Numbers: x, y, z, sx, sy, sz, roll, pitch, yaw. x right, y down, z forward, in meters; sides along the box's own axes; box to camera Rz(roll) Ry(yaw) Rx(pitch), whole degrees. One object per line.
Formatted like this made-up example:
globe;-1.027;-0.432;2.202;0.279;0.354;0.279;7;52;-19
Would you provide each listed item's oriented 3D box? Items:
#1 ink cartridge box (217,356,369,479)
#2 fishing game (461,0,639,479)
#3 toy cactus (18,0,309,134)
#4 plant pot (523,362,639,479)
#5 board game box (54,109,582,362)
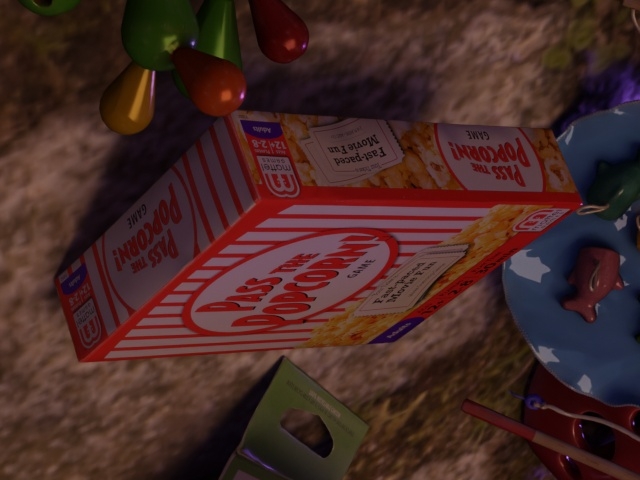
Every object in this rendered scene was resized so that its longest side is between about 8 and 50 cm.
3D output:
ink cartridge box;-0.021;0.180;0.900;0.109;0.062;0.209;42;71;-50
fishing game;0.188;0.015;0.913;0.041;0.189;0.264;-63;176;-71
toy cactus;-0.039;-0.145;0.630;0.180;0.112;0.219;-43;134;-17
plant pot;0.249;0.114;1.050;0.191;0.174;0.191;-25;136;-26
board game box;0.000;0.000;0.779;0.193;0.045;0.147;-1;151;-41
